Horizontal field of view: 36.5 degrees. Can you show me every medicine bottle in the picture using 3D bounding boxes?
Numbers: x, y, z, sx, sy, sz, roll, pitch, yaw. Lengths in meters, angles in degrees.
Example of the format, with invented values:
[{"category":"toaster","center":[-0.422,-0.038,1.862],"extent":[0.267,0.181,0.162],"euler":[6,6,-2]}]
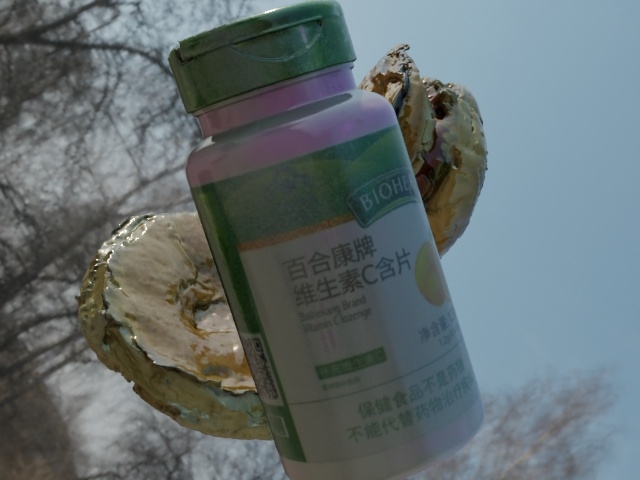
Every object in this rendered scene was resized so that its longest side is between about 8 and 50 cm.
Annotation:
[{"category":"medicine bottle","center":[0.000,0.000,0.586],"extent":[0.133,0.133,0.274],"euler":[-4,-74,67]}]

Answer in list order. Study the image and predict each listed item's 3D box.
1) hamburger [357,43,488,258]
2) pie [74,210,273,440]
[{"category":"hamburger","center":[0.088,-0.081,1.080],"extent":[0.163,0.244,0.244],"euler":[27,-17,-12]},{"category":"pie","center":[-0.106,0.084,1.070],"extent":[0.339,0.339,0.083],"euler":[46,-58,31]}]
